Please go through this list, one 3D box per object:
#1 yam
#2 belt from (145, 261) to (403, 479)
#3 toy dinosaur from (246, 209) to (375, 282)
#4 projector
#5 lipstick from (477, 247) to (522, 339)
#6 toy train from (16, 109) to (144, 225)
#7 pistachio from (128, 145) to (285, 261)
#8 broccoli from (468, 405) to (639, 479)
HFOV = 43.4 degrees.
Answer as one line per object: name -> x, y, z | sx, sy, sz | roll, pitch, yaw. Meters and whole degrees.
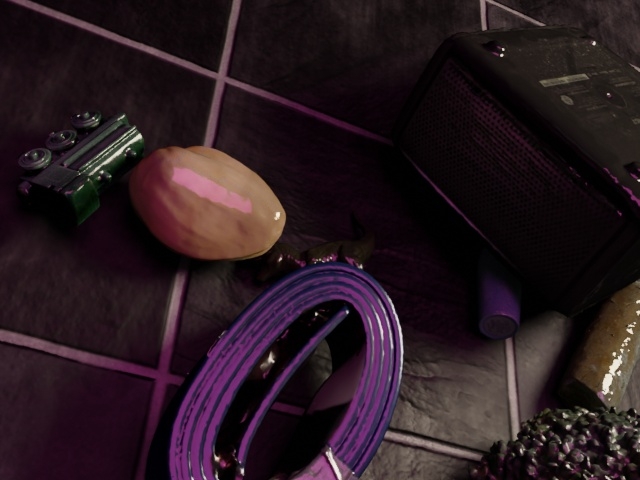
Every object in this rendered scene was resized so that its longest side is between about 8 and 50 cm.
yam -> 0.435, 0.164, 1.214 | 0.093, 0.093, 0.259 | 41, 50, 1
belt -> -0.042, 0.183, 0.893 | 0.212, 0.117, 0.347 | 39, 56, -4
toy dinosaur -> 0.000, 0.000, 1.083 | 0.187, 0.087, 0.179 | 12, 56, -24
projector -> 0.380, -0.138, 1.236 | 0.395, 0.242, 0.405 | -18, 58, -41
lipstick -> 0.276, 0.026, 1.237 | 0.068, 0.061, 0.274 | 11, 46, 3
toy train -> -0.284, -0.094, 0.974 | 0.111, 0.071, 0.170 | 19, 48, 26
pistachio -> -0.146, -0.038, 1.010 | 0.200, 0.117, 0.145 | 29, 65, -14
broccoli -> 0.326, 0.349, 0.956 | 0.293, 0.348, 0.281 | -12, 98, 6
